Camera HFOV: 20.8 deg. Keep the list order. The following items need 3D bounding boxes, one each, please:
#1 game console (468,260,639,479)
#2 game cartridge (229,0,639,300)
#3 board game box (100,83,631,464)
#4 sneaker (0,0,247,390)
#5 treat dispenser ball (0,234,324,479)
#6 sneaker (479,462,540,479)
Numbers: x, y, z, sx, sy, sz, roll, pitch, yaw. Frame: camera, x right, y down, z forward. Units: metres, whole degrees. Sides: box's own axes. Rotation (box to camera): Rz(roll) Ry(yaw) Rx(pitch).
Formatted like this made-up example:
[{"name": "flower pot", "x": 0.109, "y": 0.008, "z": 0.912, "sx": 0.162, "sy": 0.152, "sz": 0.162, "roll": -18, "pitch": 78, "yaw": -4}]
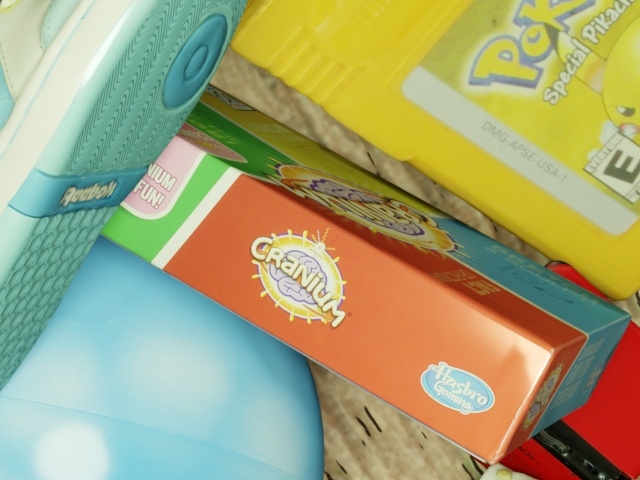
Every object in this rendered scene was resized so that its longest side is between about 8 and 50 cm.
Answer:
[{"name": "game console", "x": 0.144, "y": 0.095, "z": 1.104, "sx": 0.144, "sy": 0.124, "sz": 0.085, "roll": 41, "pitch": 59, "yaw": -18}, {"name": "game cartridge", "x": 0.153, "y": -0.139, "z": 0.986, "sx": 0.324, "sy": 0.052, "sz": 0.285, "roll": 30, "pitch": 111, "yaw": -31}, {"name": "board game box", "x": 0.000, "y": 0.000, "z": 0.952, "sx": 0.317, "sy": 0.242, "sz": 0.064, "roll": 29, "pitch": 100, "yaw": 15}, {"name": "sneaker", "x": -0.181, "y": -0.082, "z": 0.820, "sx": 0.208, "sy": 0.127, "sz": 0.319, "roll": 37, "pitch": 99, "yaw": 15}, {"name": "treat dispenser ball", "x": -0.140, "y": 0.124, "z": 1.005, "sx": 0.288, "sy": 0.288, "sz": 0.288, "roll": 0, "pitch": 103, "yaw": 1}, {"name": "sneaker", "x": 0.129, "y": 0.277, "z": 1.143, "sx": 0.169, "sy": 0.108, "sz": 0.292, "roll": 22, "pitch": 118, "yaw": 20}]
